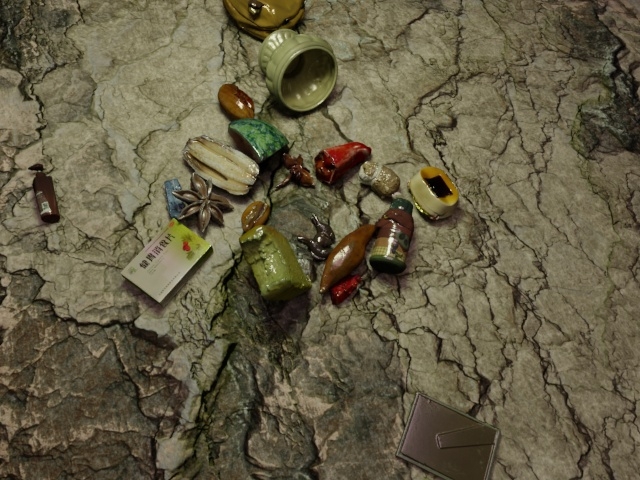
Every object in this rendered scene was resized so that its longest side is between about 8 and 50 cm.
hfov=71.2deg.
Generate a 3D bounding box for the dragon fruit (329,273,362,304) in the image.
[{"bbox_3d":[0.090,0.158,1.548,0.131,0.063,0.097,-17,69,-12],"label":"dragon fruit"}]

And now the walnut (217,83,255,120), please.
[{"bbox_3d":[-0.334,-0.549,1.798,0.116,0.116,0.207,-36,73,-19],"label":"walnut"}]

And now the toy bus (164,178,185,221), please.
[{"bbox_3d":[-0.528,-0.146,1.634,0.065,0.047,0.166,-14,67,-9],"label":"toy bus"}]

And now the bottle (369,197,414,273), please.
[{"bbox_3d":[0.260,-0.027,1.596,0.143,0.156,0.271,15,70,6],"label":"bottle"}]

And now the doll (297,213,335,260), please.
[{"bbox_3d":[0.000,0.000,1.616,0.165,0.057,0.139,36,66,1],"label":"doll"}]

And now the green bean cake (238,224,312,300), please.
[{"bbox_3d":[-0.156,0.081,1.472,0.124,0.233,0.236,-32,71,12],"label":"green bean cake"}]

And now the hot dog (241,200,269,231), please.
[{"bbox_3d":[-0.243,-0.088,1.628,0.090,0.060,0.140,35,71,15],"label":"hot dog"}]

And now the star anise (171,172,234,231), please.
[{"bbox_3d":[-0.427,-0.125,1.588,0.197,0.073,0.212,-44,106,-31],"label":"star anise"}]

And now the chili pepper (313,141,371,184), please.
[{"bbox_3d":[0.100,-0.324,1.723,0.252,0.144,0.136,-29,35,-23],"label":"chili pepper"}]

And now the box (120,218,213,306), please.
[{"bbox_3d":[-0.519,0.072,1.529,0.175,0.062,0.260,34,68,10],"label":"box"}]

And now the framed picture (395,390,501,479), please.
[{"bbox_3d":[0.401,0.631,1.393,0.289,0.016,0.213,24,66,5],"label":"framed picture"}]

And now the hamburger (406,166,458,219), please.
[{"bbox_3d":[0.430,-0.182,1.710,0.173,0.116,0.210,-21,65,-23],"label":"hamburger"}]

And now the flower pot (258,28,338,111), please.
[{"bbox_3d":[-0.102,-0.702,1.801,0.307,0.307,0.244,-28,58,-16],"label":"flower pot"}]

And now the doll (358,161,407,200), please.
[{"bbox_3d":[0.244,-0.223,1.708,0.221,0.105,0.115,39,62,14],"label":"doll"}]

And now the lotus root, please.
[{"bbox_3d":[-0.377,-0.280,1.691,0.329,0.078,0.167,33,83,13],"label":"lotus root"}]

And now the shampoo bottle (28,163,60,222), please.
[{"bbox_3d":[-0.986,-0.173,1.594,0.068,0.067,0.236,-12,65,-31],"label":"shampoo bottle"}]

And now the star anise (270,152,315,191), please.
[{"bbox_3d":[-0.114,-0.249,1.722,0.140,0.144,0.158,-8,66,-58],"label":"star anise"}]

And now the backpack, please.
[{"bbox_3d":[-0.261,-1.072,1.989,0.378,0.201,0.353,28,62,4],"label":"backpack"}]

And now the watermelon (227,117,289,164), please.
[{"bbox_3d":[-0.251,-0.387,1.715,0.176,0.256,0.260,-43,81,25],"label":"watermelon"}]

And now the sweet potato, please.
[{"bbox_3d":[0.099,0.048,1.566,0.112,0.112,0.359,34,65,10],"label":"sweet potato"}]
